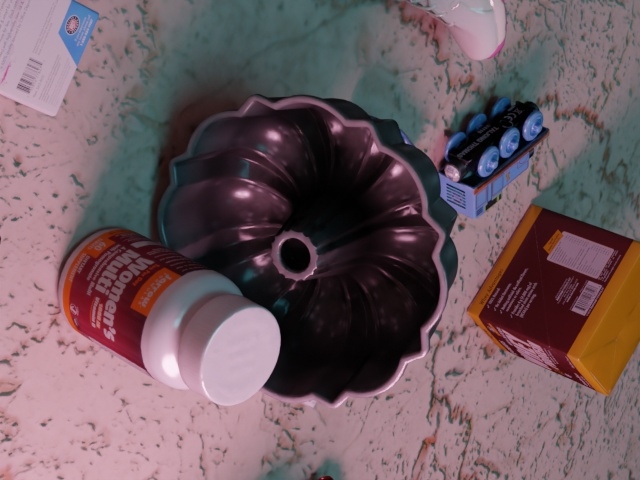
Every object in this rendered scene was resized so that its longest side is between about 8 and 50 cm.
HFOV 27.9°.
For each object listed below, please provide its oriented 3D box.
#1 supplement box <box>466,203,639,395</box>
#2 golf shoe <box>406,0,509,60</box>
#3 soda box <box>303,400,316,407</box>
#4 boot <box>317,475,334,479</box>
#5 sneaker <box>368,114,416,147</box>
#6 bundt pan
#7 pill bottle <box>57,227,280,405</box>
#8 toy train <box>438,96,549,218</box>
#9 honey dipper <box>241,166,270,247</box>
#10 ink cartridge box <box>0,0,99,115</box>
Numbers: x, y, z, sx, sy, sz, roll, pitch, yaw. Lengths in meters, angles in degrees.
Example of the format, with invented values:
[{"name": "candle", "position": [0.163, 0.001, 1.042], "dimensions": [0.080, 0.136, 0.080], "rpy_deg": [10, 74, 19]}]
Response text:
[{"name": "supplement box", "position": [0.353, 0.083, 1.828], "dimensions": [0.191, 0.194, 0.129], "rpy_deg": [-58, 139, -10]}, {"name": "golf shoe", "position": [0.113, -0.310, 1.471], "dimensions": [0.140, 0.115, 0.306], "rpy_deg": [-42, 128, -11]}, {"name": "soda box", "position": [0.002, 0.085, 1.545], "dimensions": [0.069, 0.074, 0.216], "rpy_deg": [36, 80, -49]}, {"name": "boot", "position": [0.044, 0.390, 1.728], "dimensions": [0.244, 0.088, 0.176], "rpy_deg": [-6, 111, -42]}, {"name": "sneaker", "position": [0.077, -0.105, 1.556], "dimensions": [0.059, 0.053, 0.144], "rpy_deg": [-57, 138, -7]}, {"name": "bundt pan", "position": [0.000, 0.000, 1.338], "dimensions": [0.124, 0.331, 0.330], "rpy_deg": [-30, 130, -59]}, {"name": "pill bottle", "position": [-0.150, 0.074, 1.265], "dimensions": [0.121, 0.221, 0.121], "rpy_deg": [-22, 122, -39]}, {"name": "toy train", "position": [0.227, -0.113, 1.698], "dimensions": [0.184, 0.080, 0.105], "rpy_deg": [-38, 141, -32]}, {"name": "honey dipper", "position": [-0.073, -0.039, 1.446], "dimensions": [0.030, 0.030, 0.160], "rpy_deg": [4, 108, -48]}, {"name": "ink cartridge box", "position": [-0.293, -0.189, 1.112], "dimensions": [0.181, 0.062, 0.104], "rpy_deg": [24, 89, -50]}]
